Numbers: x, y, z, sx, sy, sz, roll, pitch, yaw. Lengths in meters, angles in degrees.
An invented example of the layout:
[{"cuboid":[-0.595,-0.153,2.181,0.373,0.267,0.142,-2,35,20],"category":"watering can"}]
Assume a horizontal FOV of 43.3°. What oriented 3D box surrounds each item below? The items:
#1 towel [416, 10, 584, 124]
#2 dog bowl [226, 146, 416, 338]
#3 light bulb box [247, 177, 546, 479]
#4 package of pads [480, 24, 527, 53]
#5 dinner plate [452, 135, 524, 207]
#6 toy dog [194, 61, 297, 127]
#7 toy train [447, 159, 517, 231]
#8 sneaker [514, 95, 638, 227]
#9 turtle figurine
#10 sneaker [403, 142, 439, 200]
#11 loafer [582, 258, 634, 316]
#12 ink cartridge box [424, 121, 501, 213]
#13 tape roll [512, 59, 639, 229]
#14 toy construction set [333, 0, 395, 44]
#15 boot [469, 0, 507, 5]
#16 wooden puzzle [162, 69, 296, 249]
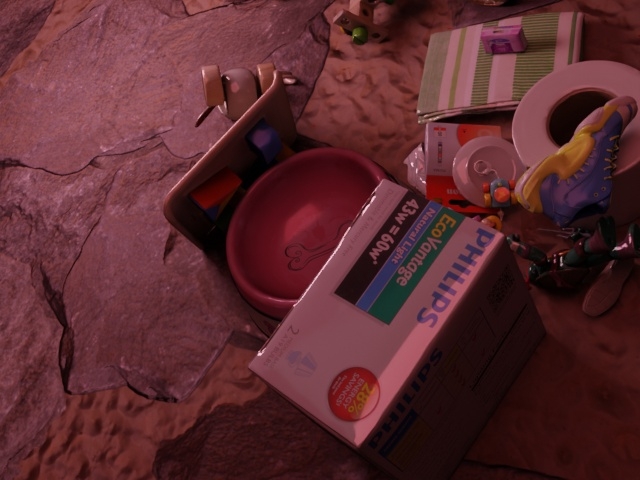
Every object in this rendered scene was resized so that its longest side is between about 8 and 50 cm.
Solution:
[{"cuboid":[0.360,-0.350,1.619,0.324,0.038,0.248,-4,57,30],"category":"towel"},{"cuboid":[0.000,0.000,1.535,0.408,0.150,0.408,-12,59,20],"category":"dog bowl"},{"cuboid":[0.137,0.164,1.240,0.225,0.361,0.358,29,77,35],"category":"light bulb box"},{"cuboid":[0.363,-0.397,1.591,0.083,0.050,0.032,5,54,34],"category":"package of pads"},{"cuboid":[0.316,-0.129,1.496,0.141,0.017,0.141,0,78,0],"category":"dinner plate"},{"cuboid":[-0.173,-0.288,1.748,0.220,0.333,0.161,-3,95,10],"category":"toy dog"},{"cuboid":[0.281,-0.060,1.455,0.125,0.046,0.166,35,93,6],"category":"toy train"},{"cuboid":[0.420,-0.110,1.237,0.240,0.091,0.126,-41,72,-1],"category":"sneaker"},{"cuboid":[0.407,0.024,1.339,0.234,0.175,0.118,-22,80,52],"category":"turtle figurine"},{"cuboid":[0.207,-0.114,1.568,0.061,0.053,0.152,-36,53,34],"category":"sneaker"},{"cuboid":[0.475,0.074,1.335,0.045,0.039,0.125,37,84,3],"category":"loafer"},{"cuboid":[0.269,-0.139,1.517,0.145,0.045,0.179,3,58,0],"category":"ink cartridge box"},{"cuboid":[0.467,-0.162,1.387,0.246,0.169,0.246,-12,59,20],"category":"tape roll"},{"cuboid":[0.105,-0.571,1.737,0.257,0.309,0.237,-2,66,34],"category":"toy construction set"},{"cuboid":[0.454,-0.617,1.716,0.236,0.089,0.269,19,71,44],"category":"boot"},{"cuboid":[-0.152,-0.136,1.608,0.080,0.322,0.348,37,83,10],"category":"wooden puzzle"}]
